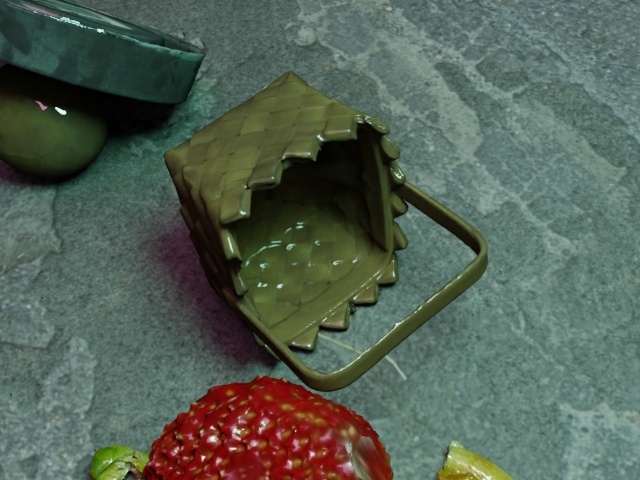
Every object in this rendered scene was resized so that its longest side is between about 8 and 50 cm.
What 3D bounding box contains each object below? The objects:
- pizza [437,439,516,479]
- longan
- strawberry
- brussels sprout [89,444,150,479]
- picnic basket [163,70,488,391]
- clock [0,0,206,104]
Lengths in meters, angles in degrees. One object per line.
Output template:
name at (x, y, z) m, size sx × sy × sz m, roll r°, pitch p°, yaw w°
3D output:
pizza at (0.161, 0.344, 0.920) m, size 0.197 × 0.058 × 0.292 m, roll -15°, pitch 56°, yaw -5°
longan at (-0.382, -0.172, 1.241) m, size 0.189 × 0.189 × 0.189 m, roll -2°, pitch 56°, yaw 2°
strawberry at (-0.056, 0.254, 0.887) m, size 0.261 × 0.258 × 0.261 m, roll -1°, pitch 66°, yaw 2°
brussels sprout at (-0.216, 0.258, 1.014) m, size 0.083 × 0.046 × 0.051 m, roll 13°, pitch 53°, yaw 0°
picnic basket at (0.000, 0.000, 1.022) m, size 0.254 × 0.291 × 0.321 m, roll -35°, pitch 52°, yaw -19°
clock at (-0.348, -0.280, 1.219) m, size 0.386 × 0.386 × 0.076 m, roll 24°, pitch 103°, yaw 18°
